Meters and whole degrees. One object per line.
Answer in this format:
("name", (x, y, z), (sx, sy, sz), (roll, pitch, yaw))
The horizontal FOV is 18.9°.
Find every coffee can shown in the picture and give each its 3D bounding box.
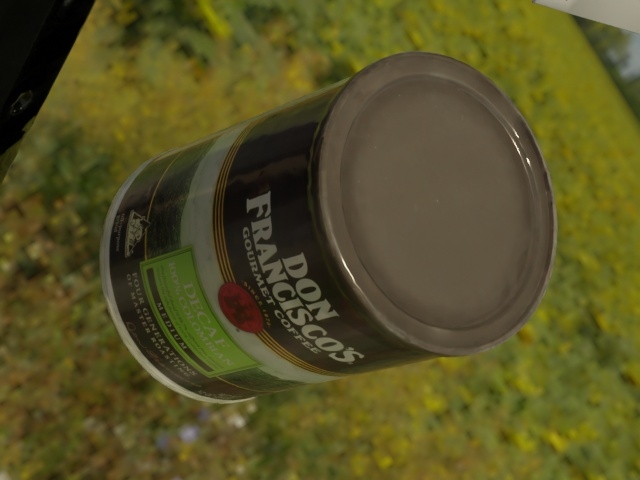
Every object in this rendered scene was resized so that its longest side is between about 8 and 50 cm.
("coffee can", (0.000, 0.000, 1.348), (0.202, 0.275, 0.201), (10, 73, -35))

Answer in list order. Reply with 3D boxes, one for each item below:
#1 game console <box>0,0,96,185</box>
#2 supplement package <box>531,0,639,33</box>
("game console", (-0.302, -0.033, 1.166), (0.060, 0.386, 0.342), (44, 39, 13))
("supplement package", (0.302, -0.297, 1.479), (0.262, 0.198, 0.199), (-64, 169, -51))
